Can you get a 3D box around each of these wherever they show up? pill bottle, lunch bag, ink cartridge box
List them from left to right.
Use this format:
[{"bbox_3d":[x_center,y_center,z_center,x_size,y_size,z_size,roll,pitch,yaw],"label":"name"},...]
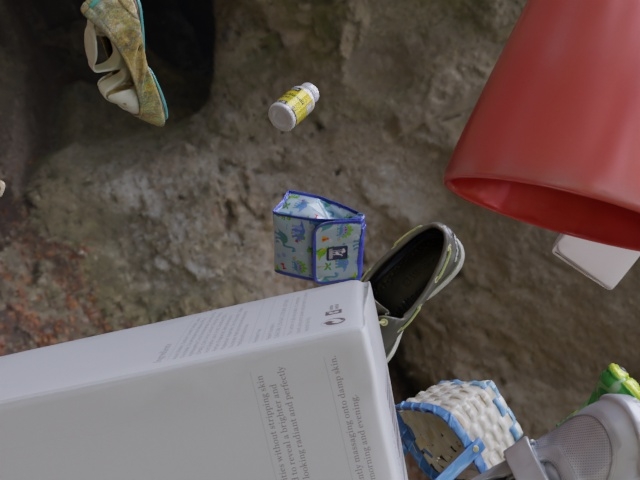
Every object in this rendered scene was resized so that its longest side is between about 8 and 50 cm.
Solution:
[{"bbox_3d":[-0.052,-0.282,1.748,0.116,0.065,0.065,-48,127,-40],"label":"pill bottle"},{"bbox_3d":[0.000,0.000,1.405,0.096,0.151,0.129,-60,156,-51],"label":"lunch bag"},{"bbox_3d":[0.429,-0.029,1.228,0.100,0.172,0.237,37,11,12],"label":"ink cartridge box"}]

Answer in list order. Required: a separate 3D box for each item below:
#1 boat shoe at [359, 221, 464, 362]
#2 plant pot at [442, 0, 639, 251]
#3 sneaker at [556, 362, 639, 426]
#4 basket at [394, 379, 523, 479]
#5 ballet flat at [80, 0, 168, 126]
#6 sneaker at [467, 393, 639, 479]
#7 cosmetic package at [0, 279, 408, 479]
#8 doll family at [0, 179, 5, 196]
[{"bbox_3d":[0.093,0.096,1.253,0.109,0.305,0.091,41,-1,25],"label":"boat shoe"},{"bbox_3d":[0.284,-0.137,0.854,0.275,0.275,0.243,30,76,-78],"label":"plant pot"},{"bbox_3d":[0.453,0.306,1.350,0.109,0.123,0.295,54,-18,36],"label":"sneaker"},{"bbox_3d":[0.220,0.395,1.577,0.201,0.289,0.255,61,-22,-5],"label":"basket"},{"bbox_3d":[-0.378,-0.329,1.588,0.348,0.123,0.123,89,-9,-56],"label":"ballet flat"},{"bbox_3d":[0.205,0.307,0.940,0.210,0.366,0.137,13,34,-33],"label":"sneaker"},{"bbox_3d":[-0.128,0.183,0.672,0.156,0.385,0.217,-71,151,-79],"label":"cosmetic package"},{"bbox_3d":[-0.467,-0.093,0.981,0.111,0.193,0.076,-75,175,-81],"label":"doll family"}]
